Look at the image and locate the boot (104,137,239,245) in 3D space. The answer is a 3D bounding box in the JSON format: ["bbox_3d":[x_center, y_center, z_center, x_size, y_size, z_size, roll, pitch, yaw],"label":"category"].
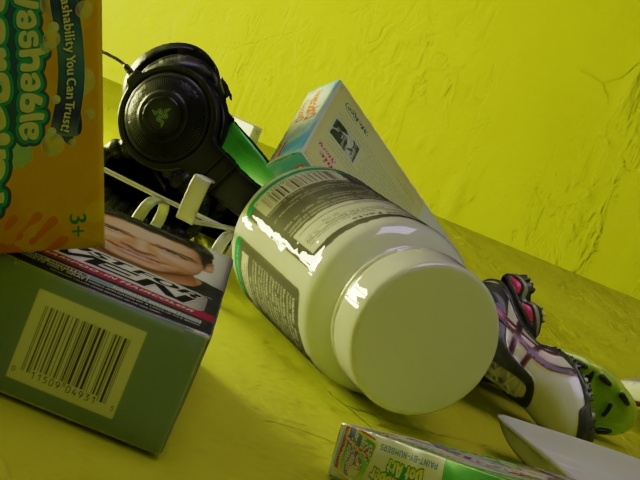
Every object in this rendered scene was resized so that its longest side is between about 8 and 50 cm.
[{"bbox_3d":[-0.142,-0.053,2.241,0.348,0.131,0.260,13,2,-3],"label":"boot"}]

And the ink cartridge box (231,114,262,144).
[{"bbox_3d":[-0.177,-0.136,2.639,0.109,0.150,0.063,25,4,9],"label":"ink cartridge box"}]

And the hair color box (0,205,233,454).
[{"bbox_3d":[-0.190,0.060,1.452,0.185,0.113,0.374,23,7,-4],"label":"hair color box"}]

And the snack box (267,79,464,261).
[{"bbox_3d":[0.066,-0.032,2.125,0.322,0.060,0.187,55,33,-20],"label":"snack box"}]

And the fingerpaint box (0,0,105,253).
[{"bbox_3d":[-0.354,-0.210,1.198,0.371,0.444,0.163,-4,19,-19],"label":"fingerpaint box"}]

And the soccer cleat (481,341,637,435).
[{"bbox_3d":[0.286,0.169,2.158,0.289,0.093,0.121,23,10,3],"label":"soccer cleat"}]

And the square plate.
[{"bbox_3d":[0.382,0.306,1.703,0.344,0.049,0.347,21,8,-20],"label":"square plate"}]

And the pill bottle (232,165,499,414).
[{"bbox_3d":[0.046,0.053,1.844,0.204,0.204,0.361,20,9,-26],"label":"pill bottle"}]

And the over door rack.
[{"bbox_3d":[-0.231,-0.042,1.935,0.240,0.108,0.324,25,-9,9],"label":"over door rack"}]

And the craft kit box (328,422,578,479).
[{"bbox_3d":[0.173,0.226,1.400,0.247,0.061,0.250,14,-2,-31],"label":"craft kit box"}]

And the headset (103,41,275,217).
[{"bbox_3d":[-0.165,-0.187,2.033,0.394,0.185,0.243,44,10,-16],"label":"headset"}]

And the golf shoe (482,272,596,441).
[{"bbox_3d":[0.243,0.161,2.006,0.120,0.105,0.273,-7,46,-24],"label":"golf shoe"}]

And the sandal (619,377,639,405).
[{"bbox_3d":[0.529,0.255,2.287,0.169,0.102,0.416,7,-1,-14],"label":"sandal"}]
